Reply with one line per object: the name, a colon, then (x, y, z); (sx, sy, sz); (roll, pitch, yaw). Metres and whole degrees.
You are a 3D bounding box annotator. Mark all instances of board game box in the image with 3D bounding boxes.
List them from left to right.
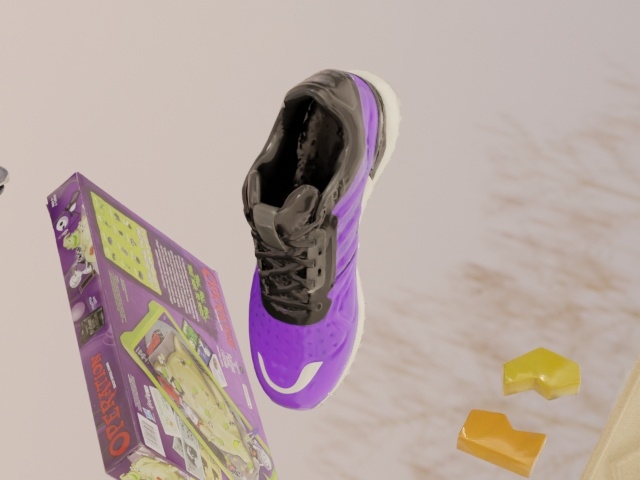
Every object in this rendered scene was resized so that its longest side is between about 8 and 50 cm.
board game box: (-0.135, 0.109, 1.700); (0.056, 0.347, 0.208); (-41, -50, 19)

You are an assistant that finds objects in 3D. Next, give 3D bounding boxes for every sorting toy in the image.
sorting toy: (0.273, 0.163, 1.470); (0.229, 0.307, 0.041); (-58, -18, -35)

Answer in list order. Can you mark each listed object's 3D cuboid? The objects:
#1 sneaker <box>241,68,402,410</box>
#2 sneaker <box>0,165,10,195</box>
sneaker: (-0.022, -0.002, 1.587); (0.146, 0.102, 0.293); (-2, -77, -68)
sneaker: (-0.376, -0.067, 1.727); (0.086, 0.163, 0.226); (-56, -17, 12)
